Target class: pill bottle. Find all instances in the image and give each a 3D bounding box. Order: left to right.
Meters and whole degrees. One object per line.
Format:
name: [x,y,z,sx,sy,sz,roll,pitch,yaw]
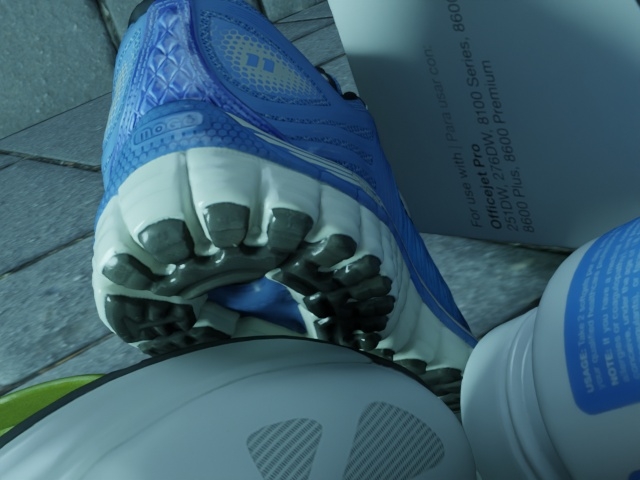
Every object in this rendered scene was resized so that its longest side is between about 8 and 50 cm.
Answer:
pill bottle: [0.154,0.039,0.408,0.124,0.124,0.221,-36,4,-41]

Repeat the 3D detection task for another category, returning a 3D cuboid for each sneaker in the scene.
sneaker: [-0.032,0.165,0.239,0.257,0.169,0.447,2,23,40]
sneaker: [0.000,0.000,0.525,0.129,0.147,0.330,-12,-26,9]

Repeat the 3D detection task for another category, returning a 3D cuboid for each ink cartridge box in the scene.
ink cartridge box: [0.241,-0.129,0.512,0.394,0.166,0.285,6,40,37]

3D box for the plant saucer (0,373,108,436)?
plant saucer: [-0.187,0.140,0.688,0.240,0.037,0.241,-18,18,6]
